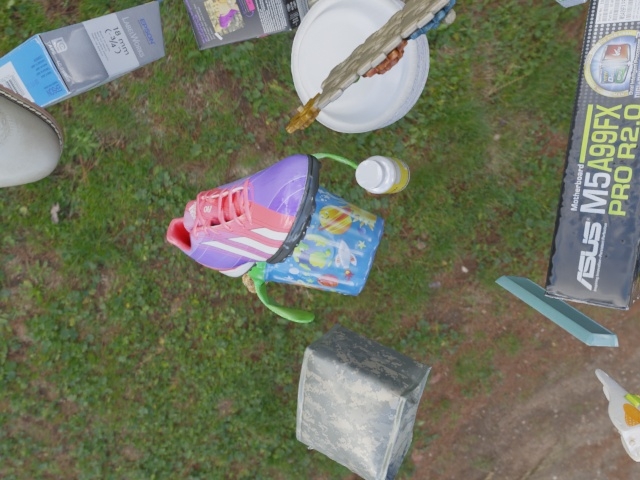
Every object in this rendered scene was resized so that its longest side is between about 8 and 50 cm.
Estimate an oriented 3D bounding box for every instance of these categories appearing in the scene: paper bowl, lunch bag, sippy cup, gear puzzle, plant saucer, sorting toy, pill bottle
[{"bbox_3d":[0.068,-0.365,1.081,0.284,0.148,0.284,9,110,25],"label":"paper bowl"},{"bbox_3d":[0.079,0.364,1.125,0.235,0.169,0.286,21,114,25],"label":"lunch bag"},{"bbox_3d":[0.000,0.000,1.052,0.224,0.240,0.305,18,136,3],"label":"sippy cup"},{"bbox_3d":[0.068,-0.263,0.816,0.339,0.175,0.044,-34,114,29],"label":"gear puzzle"},{"bbox_3d":[0.351,0.100,0.791,0.067,0.192,0.018,7,111,-26],"label":"plant saucer"},{"bbox_3d":[0.309,0.170,0.536,0.045,0.075,0.083,-34,129,9],"label":"sorting toy"},{"bbox_3d":[0.106,-0.113,0.906,0.116,0.065,0.065,-10,134,-61],"label":"pill bottle"}]

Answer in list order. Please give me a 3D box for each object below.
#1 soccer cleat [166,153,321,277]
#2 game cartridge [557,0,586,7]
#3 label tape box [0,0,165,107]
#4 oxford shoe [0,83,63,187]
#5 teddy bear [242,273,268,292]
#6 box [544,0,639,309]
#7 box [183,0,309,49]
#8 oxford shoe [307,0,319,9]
[{"bbox_3d":[-0.103,-0.027,0.640,0.116,0.318,0.108,20,69,-21],"label":"soccer cleat"},{"bbox_3d":[0.431,-0.445,0.934,0.083,0.056,0.017,25,91,-20],"label":"game cartridge"},{"bbox_3d":[-0.435,-0.365,1.032,0.241,0.333,0.105,-3,120,40],"label":"label tape box"},{"bbox_3d":[-0.407,-0.082,0.440,0.397,0.146,0.140,-1,126,-50],"label":"oxford shoe"},{"bbox_3d":[-0.138,0.021,1.749,0.338,0.245,0.113,-43,97,17],"label":"teddy bear"},{"bbox_3d":[0.267,-0.080,0.466,0.216,0.060,0.270,3,95,-57],"label":"box"},{"bbox_3d":[-0.184,-0.597,1.346,0.271,0.165,0.143,-2,120,24],"label":"box"},{"bbox_3d":[0.033,-0.633,1.512,0.348,0.123,0.130,41,60,-25],"label":"oxford shoe"}]
